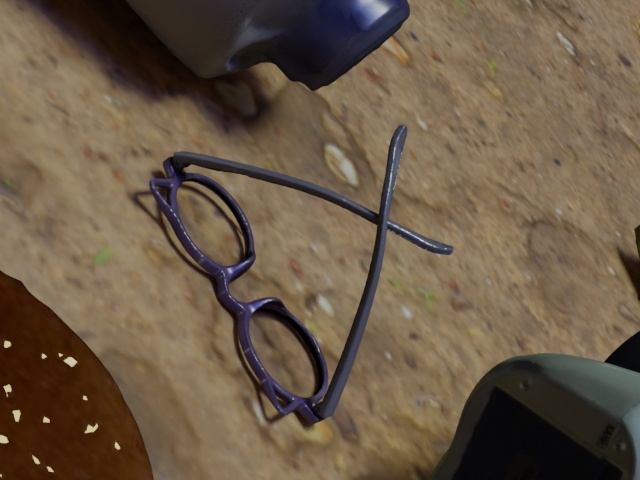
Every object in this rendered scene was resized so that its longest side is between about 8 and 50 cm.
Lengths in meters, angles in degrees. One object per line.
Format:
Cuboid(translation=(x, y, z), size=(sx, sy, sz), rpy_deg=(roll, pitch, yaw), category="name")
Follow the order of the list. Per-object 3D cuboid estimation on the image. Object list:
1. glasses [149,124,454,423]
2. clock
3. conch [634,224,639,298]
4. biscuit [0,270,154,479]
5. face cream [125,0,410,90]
Cuboid(translation=(0.000, 0.000, 0.762), size=(0.062, 0.104, 0.140), rpy_deg=(-13, 73, -60), category="glasses")
Cuboid(translation=(0.169, 0.110, 0.830), size=(0.146, 0.199, 0.243), rpy_deg=(28, 18, 36), category="clock")
Cuboid(translation=(0.267, 0.078, 1.092), size=(0.095, 0.079, 0.201), rpy_deg=(46, 16, -51), category="conch")
Cuboid(translation=(-0.168, 0.087, 0.495), size=(0.262, 0.052, 0.277), rpy_deg=(29, 38, -27), category="biscuit")
Cuboid(translation=(-0.124, -0.237, 0.847), size=(0.420, 0.137, 0.235), rpy_deg=(43, 31, 0), category="face cream")
